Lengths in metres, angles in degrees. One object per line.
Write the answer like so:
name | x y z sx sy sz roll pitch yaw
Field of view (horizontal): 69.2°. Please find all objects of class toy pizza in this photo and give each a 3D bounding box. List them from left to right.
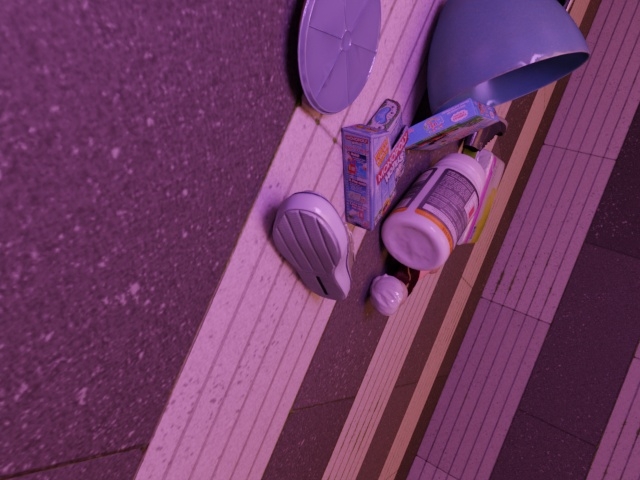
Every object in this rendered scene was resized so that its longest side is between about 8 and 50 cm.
toy pizza | 0.023 -0.274 0.631 0.201 0.032 0.201 -42 144 -41

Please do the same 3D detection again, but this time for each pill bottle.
pill bottle | 0.272 -0.074 1.079 0.278 0.162 0.162 -48 147 -33

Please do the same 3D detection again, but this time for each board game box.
board game box | 0.103 -0.152 0.831 0.194 0.060 0.194 -55 150 -24
board game box | 0.273 -0.238 0.979 0.211 0.160 0.039 -18 87 -56

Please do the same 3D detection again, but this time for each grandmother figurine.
grandmother figurine | 0.227 0.083 1.184 0.342 0.104 0.207 -34 129 -51

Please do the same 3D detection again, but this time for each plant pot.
plant pot | 0.329 -0.381 0.892 0.290 0.290 0.195 -17 89 -56

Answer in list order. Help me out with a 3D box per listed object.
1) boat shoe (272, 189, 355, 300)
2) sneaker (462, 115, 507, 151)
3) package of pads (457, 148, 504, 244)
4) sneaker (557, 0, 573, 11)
boat shoe | 0.000 0.000 0.735 0.302 0.109 0.094 75 28 -62
sneaker | 0.472 -0.310 1.356 0.222 0.083 0.118 4 103 -51
package of pads | 0.482 -0.135 1.477 0.229 0.101 0.296 -2 111 -60
sneaker | 0.701 -0.668 1.478 0.148 0.131 0.350 -7 110 -52
